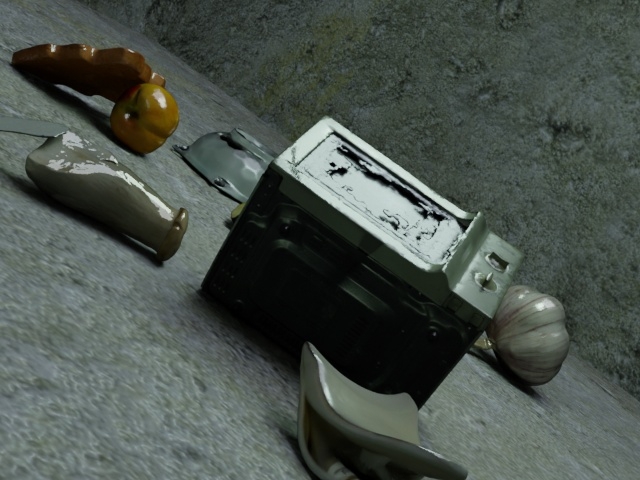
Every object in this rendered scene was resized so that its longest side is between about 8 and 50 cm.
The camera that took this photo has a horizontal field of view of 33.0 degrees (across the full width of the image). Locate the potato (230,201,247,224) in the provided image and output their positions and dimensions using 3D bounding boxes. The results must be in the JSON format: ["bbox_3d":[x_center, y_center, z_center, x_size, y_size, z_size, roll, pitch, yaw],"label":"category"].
[{"bbox_3d":[-0.119,-0.039,2.069,0.096,0.066,0.103,-10,17,2],"label":"potato"}]

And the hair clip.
[{"bbox_3d":[0.068,0.239,1.178,0.172,0.113,0.282,30,4,-28],"label":"hair clip"}]

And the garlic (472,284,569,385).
[{"bbox_3d":[0.419,0.217,2.436,0.253,0.245,0.245,-10,28,-20],"label":"garlic"}]

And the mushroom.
[{"bbox_3d":[-0.294,-0.066,1.500,0.247,0.096,0.108,34,-16,-21],"label":"mushroom"}]

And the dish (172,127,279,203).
[{"bbox_3d":[-0.169,-0.168,2.441,0.303,0.120,0.303,34,8,-5],"label":"dish"}]

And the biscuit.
[{"bbox_3d":[-0.464,-0.344,2.171,0.306,0.043,0.284,11,-13,-8],"label":"biscuit"}]

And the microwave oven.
[{"bbox_3d":[0.053,0.052,1.505,0.355,0.286,0.218,36,33,4],"label":"microwave oven"}]

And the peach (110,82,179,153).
[{"bbox_3d":[-0.344,-0.243,2.132,0.138,0.138,0.138,34,9,-6],"label":"peach"}]

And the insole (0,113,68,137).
[{"bbox_3d":[-0.437,-0.159,1.454,0.197,0.004,0.065,7,27,2],"label":"insole"}]
